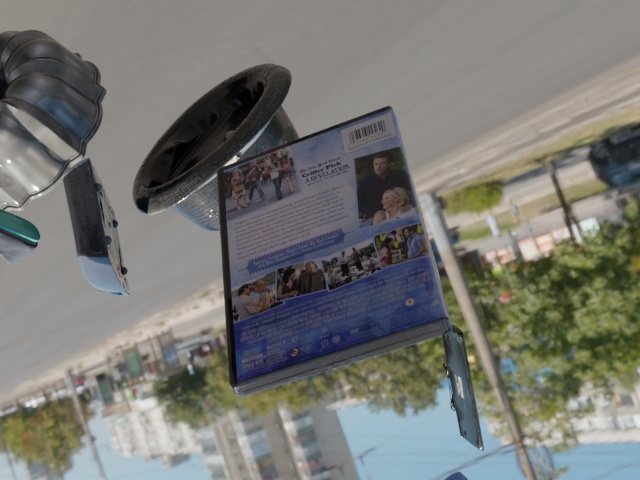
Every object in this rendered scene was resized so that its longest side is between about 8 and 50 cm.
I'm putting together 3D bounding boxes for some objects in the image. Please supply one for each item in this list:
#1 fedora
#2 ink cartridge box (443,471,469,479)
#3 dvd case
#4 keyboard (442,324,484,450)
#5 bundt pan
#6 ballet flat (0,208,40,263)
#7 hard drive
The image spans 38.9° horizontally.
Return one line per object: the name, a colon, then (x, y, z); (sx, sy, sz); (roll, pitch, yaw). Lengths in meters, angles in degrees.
fedora: (-0.148, -0.134, 1.502); (0.334, 0.152, 0.334); (-29, -149, 20)
ink cartridge box: (0.105, 0.405, 0.637); (0.270, 0.151, 0.395); (-37, -142, 3)
dvd case: (0.000, 0.000, 0.777); (0.180, 0.253, 0.022); (-19, 138, 11)
keyboard: (0.222, 0.214, 1.377); (0.038, 0.192, 0.100); (-14, -167, -15)
bundt pan: (-0.515, -0.206, 1.455); (0.330, 0.331, 0.124); (-21, 144, 14)
ballet flat: (-0.443, -0.027, 1.133); (0.074, 0.074, 0.203); (-22, 145, 21)
hard drive: (-0.342, -0.009, 1.391); (0.054, 0.172, 0.255); (-12, 166, -8)
